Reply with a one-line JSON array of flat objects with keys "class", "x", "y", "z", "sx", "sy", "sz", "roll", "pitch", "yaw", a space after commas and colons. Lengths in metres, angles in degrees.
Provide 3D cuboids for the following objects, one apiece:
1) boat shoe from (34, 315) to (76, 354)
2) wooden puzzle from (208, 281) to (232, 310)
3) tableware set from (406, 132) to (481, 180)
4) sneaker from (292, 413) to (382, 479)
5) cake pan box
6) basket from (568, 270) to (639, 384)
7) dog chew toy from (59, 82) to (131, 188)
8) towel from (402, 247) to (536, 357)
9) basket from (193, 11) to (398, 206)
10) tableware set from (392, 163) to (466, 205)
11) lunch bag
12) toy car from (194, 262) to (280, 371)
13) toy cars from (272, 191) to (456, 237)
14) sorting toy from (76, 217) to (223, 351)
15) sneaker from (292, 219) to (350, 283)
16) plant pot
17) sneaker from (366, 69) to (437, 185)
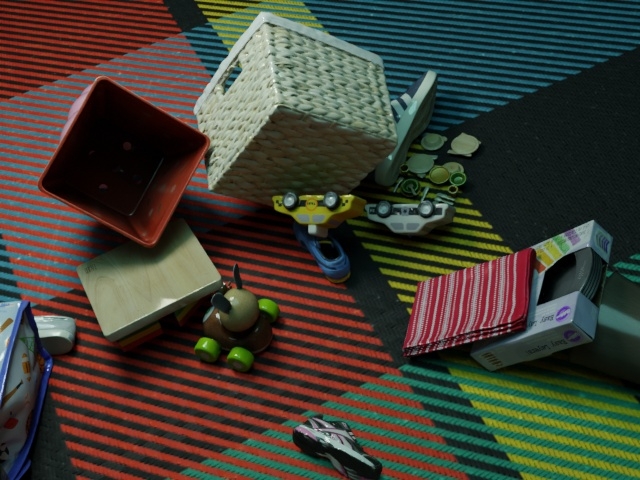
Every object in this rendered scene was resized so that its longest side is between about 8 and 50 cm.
[{"class": "boat shoe", "x": -0.624, "y": 0.195, "z": 1.945, "sx": 0.227, "sy": 0.079, "sz": 0.081, "roll": -1, "pitch": 40, "yaw": 3}, {"class": "wooden puzzle", "x": -0.210, "y": 0.118, "z": 1.936, "sx": 0.006, "sy": 0.049, "sz": 0.083, "roll": 26, "pitch": 69, "yaw": 18}, {"class": "tableware set", "x": 0.285, "y": -0.198, "z": 2.157, "sx": 0.141, "sy": 0.020, "sz": 0.169, "roll": 17, "pitch": 56, "yaw": 24}, {"class": "sneaker", "x": 0.040, "y": 0.366, "z": 1.677, "sx": 0.178, "sy": 0.072, "sz": 0.077, "roll": 27, "pitch": 48, "yaw": 23}, {"class": "cake pan box", "x": 0.419, "y": 0.106, "z": 1.734, "sx": 0.267, "sy": 0.070, "sz": 0.246, "roll": -28, "pitch": 32, "yaw": 49}, {"class": "basket", "x": 0.602, "y": 0.186, "z": 1.683, "sx": 0.227, "sy": 0.154, "sz": 0.204, "roll": 26, "pitch": 64, "yaw": 24}, {"class": "dog chew toy", "x": -0.529, "y": -0.277, "z": 2.259, "sx": 0.206, "sy": 0.207, "sz": 0.332, "roll": -13, "pitch": 41, "yaw": -1}, {"class": "towel", "x": 0.286, "y": 0.118, "z": 1.779, "sx": 0.275, "sy": 0.031, "sz": 0.199, "roll": -20, "pitch": 35, "yaw": 35}, {"class": "basket", "x": -0.053, "y": -0.253, "z": 1.995, "sx": 0.331, "sy": 0.328, "sz": 0.266, "roll": 13, "pitch": 50, "yaw": -32}, {"class": "tableware set", "x": 0.246, "y": -0.134, "z": 2.090, "sx": 0.154, "sy": 0.024, "sz": 0.104, "roll": 20, "pitch": 67, "yaw": 24}, {"class": "lunch bag", "x": -0.712, "y": 0.327, "z": 1.736, "sx": 0.327, "sy": 0.239, "sz": 0.385, "roll": -6, "pitch": 41, "yaw": 2}, {"class": "toy car", "x": -0.177, "y": 0.138, "z": 1.831, "sx": 0.149, "sy": 0.188, "sz": 0.155, "roll": 13, "pitch": 52, "yaw": 20}, {"class": "toy cars", "x": 0.095, "y": -0.045, "z": 1.955, "sx": 0.393, "sy": 0.176, "sz": 0.087, "roll": 4, "pitch": 85, "yaw": -18}, {"class": "sorting toy", "x": -0.353, "y": 0.099, "z": 1.947, "sx": 0.255, "sy": 0.089, "sz": 0.257, "roll": -26, "pitch": 40, "yaw": -12}, {"class": "sneaker", "x": 0.000, "y": 0.000, "z": 1.994, "sx": 0.069, "sy": 0.082, "sz": 0.209, "roll": -27, "pitch": 49, "yaw": -11}, {"class": "plant pot", "x": -0.433, "y": -0.162, "z": 1.996, "sx": 0.267, "sy": 0.236, "sz": 0.267, "roll": 30, "pitch": 82, "yaw": -17}, {"class": "sneaker", "x": 0.163, "y": -0.288, "z": 2.181, "sx": 0.148, "sy": 0.131, "sz": 0.350, "roll": 19, "pitch": 55, "yaw": 19}]
